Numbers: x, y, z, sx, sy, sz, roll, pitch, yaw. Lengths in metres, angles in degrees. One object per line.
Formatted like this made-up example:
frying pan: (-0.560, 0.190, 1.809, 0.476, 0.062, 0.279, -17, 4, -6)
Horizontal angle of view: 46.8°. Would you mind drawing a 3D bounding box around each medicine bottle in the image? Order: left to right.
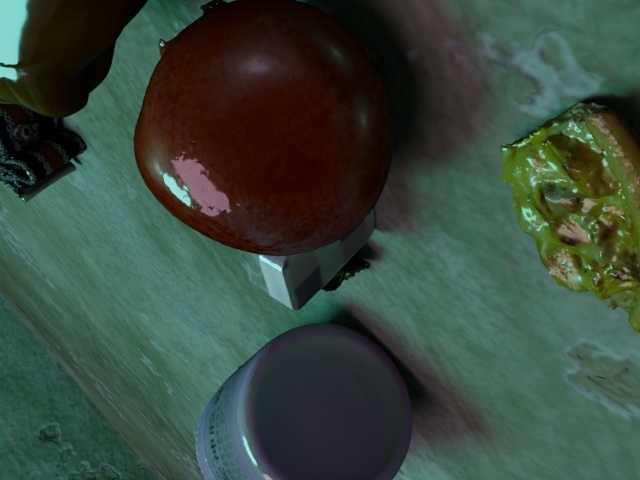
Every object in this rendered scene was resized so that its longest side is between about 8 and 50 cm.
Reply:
medicine bottle: (-0.034, 0.208, 0.818, 0.178, 0.178, 0.291, 45, 153, 1)

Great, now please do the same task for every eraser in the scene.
eraser: (0.000, 0.000, 0.567, 0.026, 0.105, 0.065, 29, 149, 28)

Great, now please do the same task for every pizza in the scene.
pizza: (0.151, -0.010, 0.421, 0.099, 0.036, 0.160, 16, 140, 44)

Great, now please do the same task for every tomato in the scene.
tomato: (-0.032, -0.062, 0.476, 0.167, 0.167, 0.167, 33, 150, 22)

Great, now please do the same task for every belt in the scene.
belt: (-0.452, -0.144, 1.011, 0.359, 0.094, 0.126, 15, 135, 42)

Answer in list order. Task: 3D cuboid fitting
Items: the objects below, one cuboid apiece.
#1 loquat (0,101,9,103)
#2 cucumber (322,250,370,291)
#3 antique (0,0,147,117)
loquat: (-0.292, -0.205, 0.660, 0.152, 0.152, 0.195, 44, 145, 2)
cucumber: (-0.036, -0.013, 0.664, 0.181, 0.053, 0.053, 37, 151, 21)
antique: (-0.209, -0.221, 0.483, 0.223, 0.129, 0.278, 10, 135, 14)
